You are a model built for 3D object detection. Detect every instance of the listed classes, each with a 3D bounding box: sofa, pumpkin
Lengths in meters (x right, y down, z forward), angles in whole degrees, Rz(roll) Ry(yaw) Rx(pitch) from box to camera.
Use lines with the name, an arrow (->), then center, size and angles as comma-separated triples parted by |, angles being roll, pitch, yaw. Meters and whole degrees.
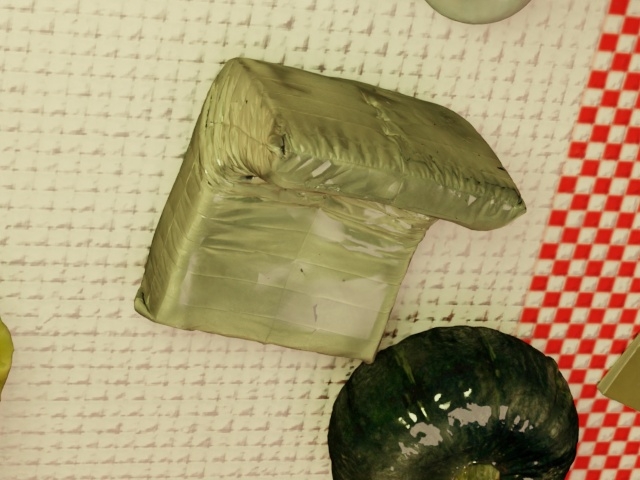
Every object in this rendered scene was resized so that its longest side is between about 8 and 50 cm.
sofa -> 0.000, 0.000, 1.256 | 0.210, 0.176, 0.225 | 14, 114, -26
pumpkin -> 0.110, 0.168, 1.410 | 0.212, 0.152, 0.211 | -3, 131, -3

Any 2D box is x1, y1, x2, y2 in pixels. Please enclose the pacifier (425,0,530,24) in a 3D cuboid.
pacifier -> 0.129, -0.236, 1.141 | 0.343, 0.288, 0.269 | -6, 148, -11

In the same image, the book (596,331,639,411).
book -> 0.364, 0.103, 1.541 | 0.192, 0.013, 0.168 | 26, 109, -30

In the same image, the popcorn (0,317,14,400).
popcorn -> -0.350, 0.133, 1.230 | 0.225, 0.173, 0.286 | 19, 124, -11
